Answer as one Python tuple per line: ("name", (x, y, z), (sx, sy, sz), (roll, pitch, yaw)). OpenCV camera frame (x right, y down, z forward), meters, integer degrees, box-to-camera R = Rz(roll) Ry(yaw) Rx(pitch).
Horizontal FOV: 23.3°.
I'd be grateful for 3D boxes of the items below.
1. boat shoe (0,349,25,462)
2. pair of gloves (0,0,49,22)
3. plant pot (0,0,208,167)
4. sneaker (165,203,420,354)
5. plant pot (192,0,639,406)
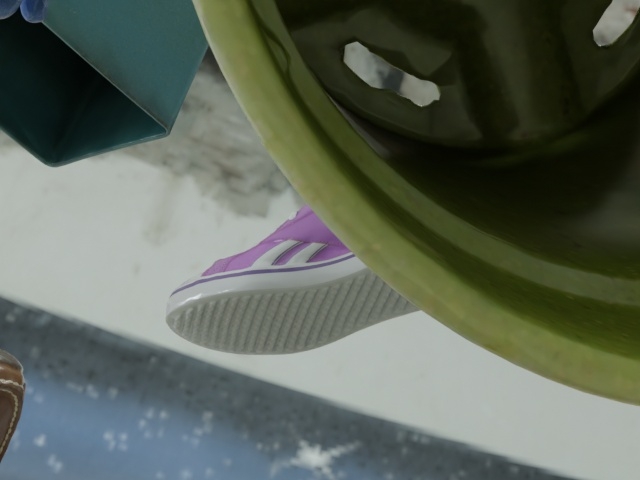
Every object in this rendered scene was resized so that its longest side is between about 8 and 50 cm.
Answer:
("boat shoe", (-0.294, 0.211, 1.099), (0.123, 0.116, 0.324), (11, -56, -40))
("pair of gloves", (-0.185, -0.190, 0.716), (0.023, 0.159, 0.198), (-18, -16, 25))
("plant pot", (-0.165, -0.205, 1.141), (0.166, 0.234, 0.165), (41, -31, -29))
("sneaker", (0.001, 0.000, 1.345), (0.282, 0.161, 0.102), (-14, -39, 16))
("plant pot", (0.079, -0.109, 0.455), (0.276, 0.276, 0.254), (27, 0, -11))
